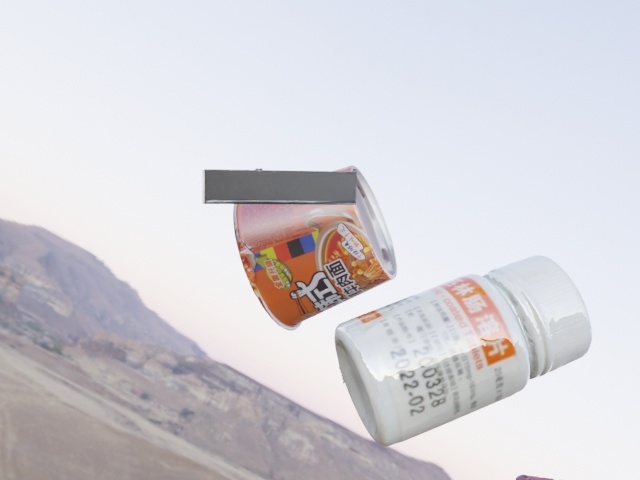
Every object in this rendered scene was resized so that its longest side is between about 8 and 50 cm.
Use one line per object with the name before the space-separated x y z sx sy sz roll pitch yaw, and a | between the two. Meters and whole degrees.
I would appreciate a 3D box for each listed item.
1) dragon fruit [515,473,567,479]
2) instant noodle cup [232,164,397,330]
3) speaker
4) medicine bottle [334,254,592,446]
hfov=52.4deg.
dragon fruit | 0.255 0.284 0.675 0.131 0.097 0.063 0 -42 22
instant noodle cup | 0.000 0.000 1.062 0.192 0.250 0.250 -21 -37 16
speaker | -0.051 -0.068 0.820 0.191 0.046 0.040 -1 6 -14
medicine bottle | 0.152 0.115 0.709 0.144 0.252 0.144 163 -90 -79
